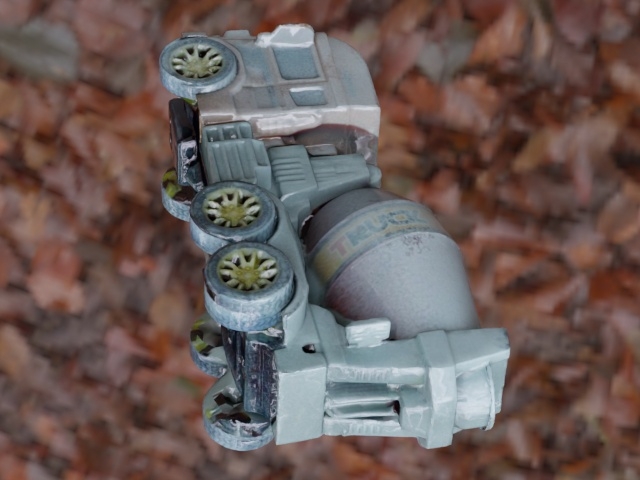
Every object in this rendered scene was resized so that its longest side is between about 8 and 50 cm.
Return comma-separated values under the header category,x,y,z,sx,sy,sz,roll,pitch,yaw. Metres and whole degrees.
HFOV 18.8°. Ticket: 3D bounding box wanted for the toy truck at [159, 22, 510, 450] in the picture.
category,x,y,z,sx,sy,sz,roll,pitch,yaw
toy truck,0.000,0.000,0.971,0.140,0.256,0.108,-6,135,-9
